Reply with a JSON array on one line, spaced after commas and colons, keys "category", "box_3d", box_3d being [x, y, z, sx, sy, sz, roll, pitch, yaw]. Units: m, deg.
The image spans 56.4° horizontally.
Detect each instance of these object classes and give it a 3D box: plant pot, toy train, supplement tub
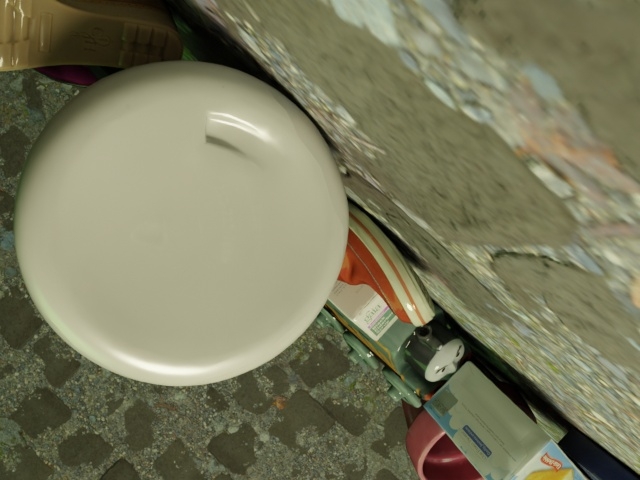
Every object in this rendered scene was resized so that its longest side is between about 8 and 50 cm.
[{"category": "plant pot", "box_3d": [0.215, 0.266, 0.967, 0.201, 0.201, 0.180, 45, -167, -37]}, {"category": "toy train", "box_3d": [0.082, 0.106, 0.886, 0.334, 0.142, 0.190, 41, 167, 35]}, {"category": "supplement tub", "box_3d": [-0.135, -0.022, 0.535, 0.228, 0.228, 0.316, 44, 169, -20]}]

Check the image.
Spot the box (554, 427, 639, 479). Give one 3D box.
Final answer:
[{"category": "box", "box_3d": [0.371, 0.306, 0.705, 0.136, 0.036, 0.225, 44, 178, -23]}]

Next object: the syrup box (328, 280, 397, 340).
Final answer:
[{"category": "syrup box", "box_3d": [0.013, 0.016, 0.789, 0.237, 0.093, 0.096, 41, 177, 32]}]

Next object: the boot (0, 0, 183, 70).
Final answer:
[{"category": "boot", "box_3d": [-0.242, -0.197, 0.455, 0.248, 0.090, 0.207, 5, -151, -41]}]

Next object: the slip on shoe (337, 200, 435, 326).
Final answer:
[{"category": "slip on shoe", "box_3d": [0.000, 0.000, 0.675, 0.331, 0.101, 0.123, 39, 174, 38]}]

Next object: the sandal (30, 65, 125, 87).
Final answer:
[{"category": "sandal", "box_3d": [-0.373, -0.274, 0.841, 0.446, 0.107, 0.167, 41, 174, 11]}]

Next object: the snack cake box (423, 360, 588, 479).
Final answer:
[{"category": "snack cake box", "box_3d": [0.263, 0.288, 0.780, 0.264, 0.089, 0.152, 46, 179, -35]}]
